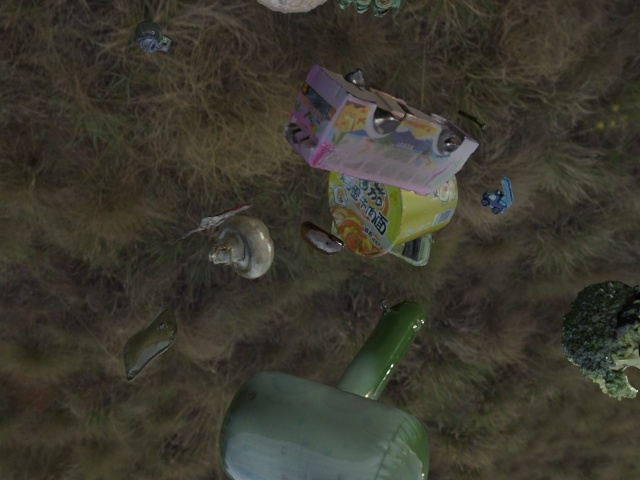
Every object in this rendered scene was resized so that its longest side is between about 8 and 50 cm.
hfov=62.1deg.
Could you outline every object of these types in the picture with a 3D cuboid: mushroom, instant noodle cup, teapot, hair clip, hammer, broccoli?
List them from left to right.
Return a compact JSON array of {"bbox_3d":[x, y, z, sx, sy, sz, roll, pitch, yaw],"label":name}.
[{"bbox_3d":[-0.408,-0.489,1.298,0.088,0.057,0.066,11,137,-30],"label":"teapot"},{"bbox_3d":[-0.102,0.011,0.661,0.079,0.085,0.085,-22,148,-46],"label":"mushroom"},{"bbox_3d":[0.000,0.000,1.300,0.123,0.123,0.052,42,75,-41],"label":"mushroom"},{"bbox_3d":[0.050,0.155,0.598,0.206,0.335,0.119,9,120,27],"label":"hammer"},{"bbox_3d":[0.190,-0.025,1.598,0.091,0.321,0.138,-26,129,-58],"label":"hair clip"},{"bbox_3d":[0.169,-0.106,1.206,0.200,0.264,0.264,-13,139,-31],"label":"instant noodle cup"},{"bbox_3d":[0.680,0.223,1.174,0.243,0.263,0.247,32,121,-10],"label":"broccoli"}]

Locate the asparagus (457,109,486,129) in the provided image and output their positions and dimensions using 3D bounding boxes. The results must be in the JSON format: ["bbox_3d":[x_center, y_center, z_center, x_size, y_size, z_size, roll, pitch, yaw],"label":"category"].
[{"bbox_3d":[0.369,-0.295,1.291,0.015,0.127,0.018,-1,119,-15],"label":"asparagus"}]

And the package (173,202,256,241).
[{"bbox_3d":[-0.313,-0.058,1.552,0.239,0.030,0.154,-24,-177,36],"label":"package"}]

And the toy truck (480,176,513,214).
[{"bbox_3d":[0.468,-0.118,1.384,0.073,0.056,0.090,38,129,10],"label":"toy truck"}]

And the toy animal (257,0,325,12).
[{"bbox_3d":[-0.072,-0.538,0.913,0.226,0.359,0.188,-8,168,-41],"label":"toy animal"}]

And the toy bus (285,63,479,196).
[{"bbox_3d":[0.086,-0.135,0.689,0.274,0.090,0.112,7,123,-43],"label":"toy bus"}]

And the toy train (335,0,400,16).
[{"bbox_3d":[0.114,-0.649,1.351,0.193,0.081,0.125,11,96,-2],"label":"toy train"}]

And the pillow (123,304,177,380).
[{"bbox_3d":[-0.455,0.273,1.412,0.217,0.130,0.033,-39,139,19],"label":"pillow"}]
